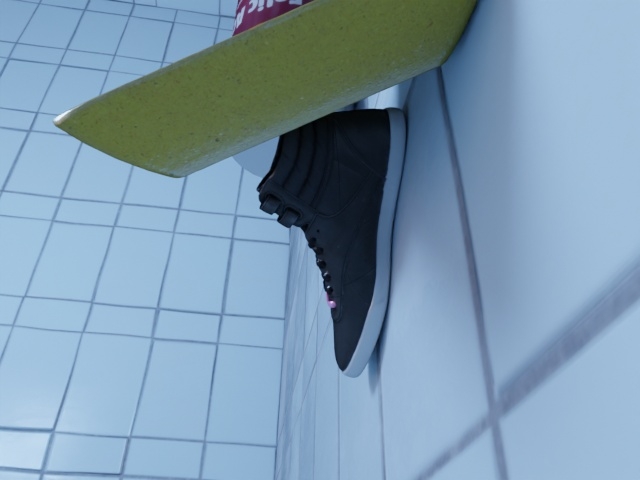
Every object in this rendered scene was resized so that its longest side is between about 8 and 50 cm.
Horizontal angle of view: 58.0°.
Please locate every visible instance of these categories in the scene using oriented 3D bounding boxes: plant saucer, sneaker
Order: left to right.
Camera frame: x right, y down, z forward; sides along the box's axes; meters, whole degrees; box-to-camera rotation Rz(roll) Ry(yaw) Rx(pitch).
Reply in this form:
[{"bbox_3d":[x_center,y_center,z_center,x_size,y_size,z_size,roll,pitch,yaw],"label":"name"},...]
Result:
[{"bbox_3d":[-0.031,-0.158,0.544,0.333,0.333,0.081,-103,-10,-72],"label":"plant saucer"},{"bbox_3d":[0.000,0.000,0.624,0.104,0.147,0.296,-133,47,-79],"label":"sneaker"}]

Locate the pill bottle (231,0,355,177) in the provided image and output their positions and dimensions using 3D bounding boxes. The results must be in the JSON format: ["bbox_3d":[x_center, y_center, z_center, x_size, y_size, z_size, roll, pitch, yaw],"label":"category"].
[{"bbox_3d":[-0.048,-0.311,1.003,0.224,0.224,0.392,106,168,-58],"label":"pill bottle"}]
